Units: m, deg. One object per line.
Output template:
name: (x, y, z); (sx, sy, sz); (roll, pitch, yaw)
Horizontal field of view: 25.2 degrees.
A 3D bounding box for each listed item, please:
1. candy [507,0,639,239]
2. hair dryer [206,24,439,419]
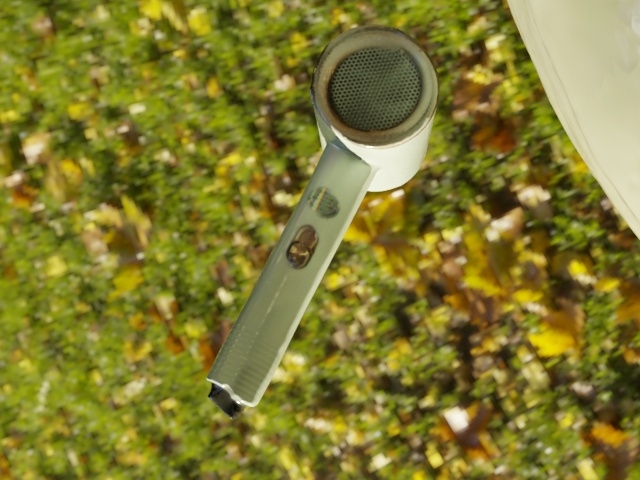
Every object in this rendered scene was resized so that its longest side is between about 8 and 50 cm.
candy: (0.204, -0.130, 0.493); (0.386, 0.186, 0.427); (67, 154, 5)
hair dryer: (0.000, 0.000, 0.849); (0.073, 0.236, 0.131); (23, 169, 7)
